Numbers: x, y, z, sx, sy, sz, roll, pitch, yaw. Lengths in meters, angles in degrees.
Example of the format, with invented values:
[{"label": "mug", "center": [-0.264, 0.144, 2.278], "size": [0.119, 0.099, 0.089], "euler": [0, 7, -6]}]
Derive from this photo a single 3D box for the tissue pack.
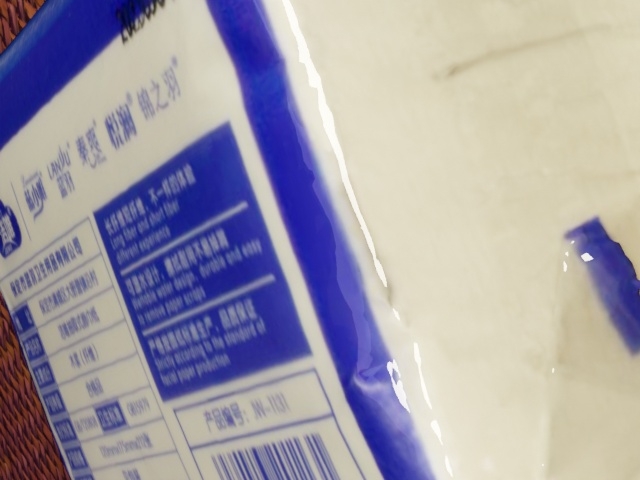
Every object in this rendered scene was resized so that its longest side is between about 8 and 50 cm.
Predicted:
[{"label": "tissue pack", "center": [0.000, 0.000, 0.489], "size": [0.269, 0.137, 0.209], "euler": [-29, 80, 62]}]
